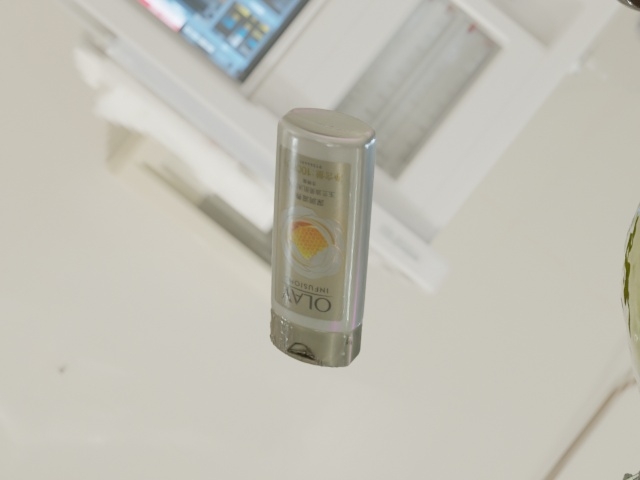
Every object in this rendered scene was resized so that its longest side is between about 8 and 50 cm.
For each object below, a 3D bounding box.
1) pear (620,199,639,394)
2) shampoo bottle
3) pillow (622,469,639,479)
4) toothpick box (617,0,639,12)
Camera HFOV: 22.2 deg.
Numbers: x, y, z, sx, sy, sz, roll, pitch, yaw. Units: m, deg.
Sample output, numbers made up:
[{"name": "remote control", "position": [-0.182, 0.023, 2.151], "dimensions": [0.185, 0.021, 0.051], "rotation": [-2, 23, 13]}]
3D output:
[{"name": "pear", "position": [0.240, 0.022, 0.537], "dimensions": [0.287, 0.287, 0.375], "rotation": [40, -175, -23]}, {"name": "shampoo bottle", "position": [0.000, 0.000, 1.413], "dimensions": [0.086, 0.227, 0.056], "rotation": [18, -147, 23]}, {"name": "pillow", "position": [0.235, 0.186, 0.990], "dimensions": [0.055, 0.091, 0.135], "rotation": [-11, -120, -44]}, {"name": "toothpick box", "position": [0.423, -0.305, 1.708], "dimensions": [0.294, 0.192, 0.192], "rotation": [36, 177, 47]}]
